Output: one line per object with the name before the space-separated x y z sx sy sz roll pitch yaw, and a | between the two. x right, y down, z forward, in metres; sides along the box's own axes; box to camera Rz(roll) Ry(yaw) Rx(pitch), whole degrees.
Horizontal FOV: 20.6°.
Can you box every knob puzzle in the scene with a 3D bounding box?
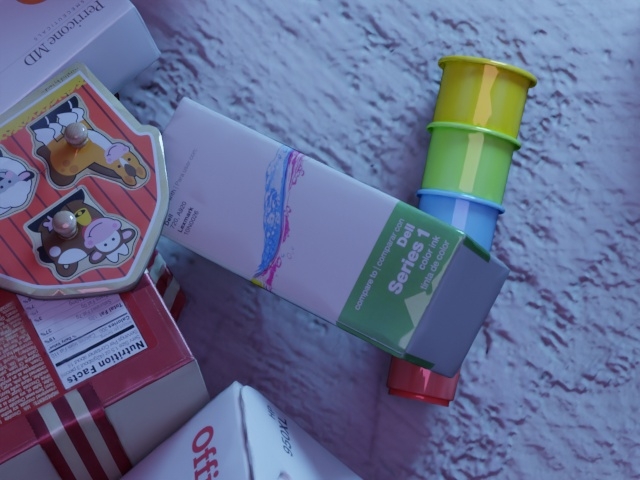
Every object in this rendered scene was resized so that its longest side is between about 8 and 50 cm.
knob puzzle | -0.206 -0.036 1.398 0.213 0.030 0.213 -1 64 3

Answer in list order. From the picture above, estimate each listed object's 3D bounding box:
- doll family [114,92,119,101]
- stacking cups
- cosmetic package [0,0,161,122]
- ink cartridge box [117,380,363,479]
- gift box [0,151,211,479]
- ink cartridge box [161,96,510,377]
doll family | -0.249 -0.085 1.606 0.111 0.076 0.193 29 87 -6
stacking cups | 0.115 -0.008 1.619 0.096 0.096 0.316 15 85 -3
cosmetic package | -0.374 -0.149 1.538 0.377 0.097 0.284 -41 67 -8
ink cartridge box | -0.136 0.346 1.379 0.395 0.285 0.166 -41 119 16
gift box | -0.231 0.092 1.499 0.255 0.258 0.276 -24 64 -7
ink cartridge box | 0.000 0.000 1.505 0.278 0.201 0.117 27 89 19
